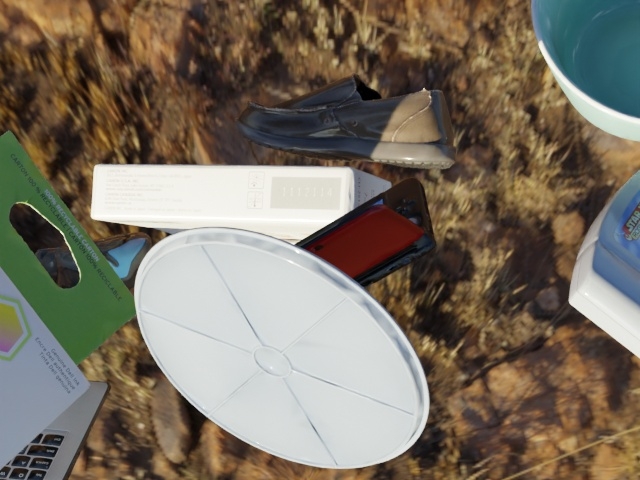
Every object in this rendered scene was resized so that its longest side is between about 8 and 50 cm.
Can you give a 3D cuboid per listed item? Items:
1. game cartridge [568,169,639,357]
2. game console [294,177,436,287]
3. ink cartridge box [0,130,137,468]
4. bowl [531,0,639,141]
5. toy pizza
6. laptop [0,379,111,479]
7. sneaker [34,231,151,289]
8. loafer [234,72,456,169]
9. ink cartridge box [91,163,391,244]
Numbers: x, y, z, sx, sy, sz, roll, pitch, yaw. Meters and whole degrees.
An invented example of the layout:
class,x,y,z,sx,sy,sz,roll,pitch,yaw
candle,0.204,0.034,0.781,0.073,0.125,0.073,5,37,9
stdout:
class,x,y,z,sx,sy,sz,roll,pitch,yaw
game cartridge,0.409,0.019,1.416,0.198,0.062,0.297,41,49,3
game console,0.000,0.000,0.879,0.144,0.124,0.085,-30,123,18
ink cartridge box,-0.239,0.040,0.870,0.188,0.097,0.255,54,49,-11
bowl,0.410,-0.244,1.511,0.312,0.163,0.311,-2,68,5
toy pizza,-0.024,0.065,0.762,0.201,0.201,0.032,29,49,5
laptop,-0.510,0.204,1.504,0.382,0.408,0.236,5,123,8
sneaker,-0.291,0.067,1.617,0.125,0.341,0.139,-10,90,-21
loafer,0.042,-0.186,1.864,0.366,0.134,0.130,8,91,25
ink cartridge box,-0.064,-0.037,1.380,0.296,0.261,0.066,2,86,20
